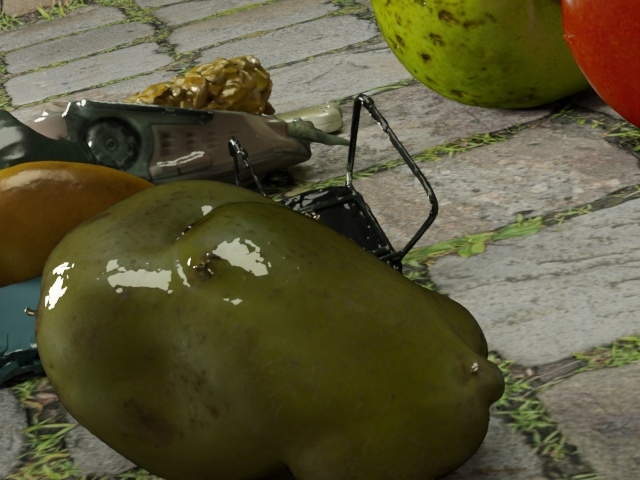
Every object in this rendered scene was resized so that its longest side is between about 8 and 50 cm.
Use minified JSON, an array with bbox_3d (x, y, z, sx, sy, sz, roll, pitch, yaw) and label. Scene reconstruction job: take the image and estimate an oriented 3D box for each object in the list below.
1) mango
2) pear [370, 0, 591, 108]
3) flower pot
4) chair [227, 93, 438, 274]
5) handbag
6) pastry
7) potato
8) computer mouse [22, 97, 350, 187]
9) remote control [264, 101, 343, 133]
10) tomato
[{"bbox_3d":[-0.240,-0.005,1.601,0.227,0.147,0.109,5,13,-20],"label":"mango"},{"bbox_3d":[0.218,-0.340,1.962,0.391,0.391,0.391,-12,17,4],"label":"pear"},{"bbox_3d":[-0.337,-0.055,1.746,0.189,0.157,0.243,25,-12,-19],"label":"flower pot"},{"bbox_3d":[0.000,0.000,1.472,0.140,0.221,0.145,-19,60,-19],"label":"chair"},{"bbox_3d":[-0.250,0.079,1.490,0.221,0.057,0.144,-14,22,-4],"label":"handbag"},{"bbox_3d":[-0.174,-0.167,2.119,0.250,0.102,0.154,-28,10,-34],"label":"pastry"},{"bbox_3d":[-0.038,0.074,1.109,0.351,0.202,0.218,10,14,25],"label":"potato"},{"bbox_3d":[-0.157,-0.099,1.894,0.389,0.115,0.199,5,5,-1],"label":"computer mouse"},{"bbox_3d":[-0.031,-0.147,2.077,0.122,0.032,0.074,-11,17,6],"label":"remote control"},{"bbox_3d":[0.398,-0.235,1.623,0.299,0.298,0.226,-17,35,-13],"label":"tomato"}]
